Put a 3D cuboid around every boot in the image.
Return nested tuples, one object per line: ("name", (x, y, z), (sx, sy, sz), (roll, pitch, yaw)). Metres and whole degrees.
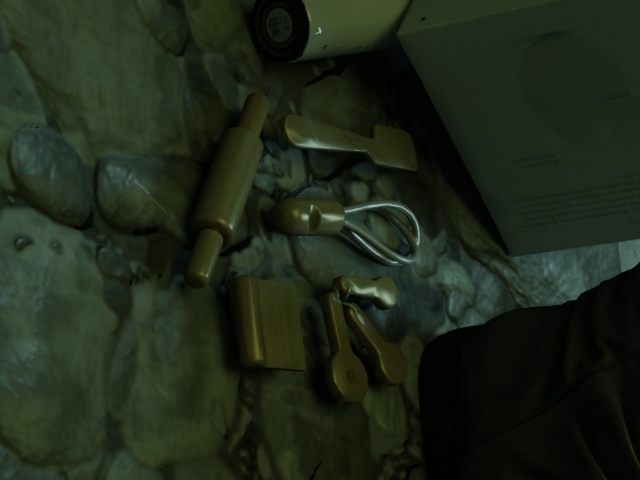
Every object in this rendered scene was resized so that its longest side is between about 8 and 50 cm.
("boot", (0.178, 0.177, 1.109), (0.118, 0.223, 0.338), (16, 60, -44))

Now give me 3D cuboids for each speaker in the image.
("speaker", (0.013, -0.159, 1.233), (0.136, 0.055, 0.055), (-15, 82, -50))

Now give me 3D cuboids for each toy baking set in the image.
("toy baking set", (-0.005, -0.003, 1.158), (0.197, 0.030, 0.256), (39, 46, -32))

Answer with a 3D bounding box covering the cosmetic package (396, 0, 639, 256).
("cosmetic package", (0.214, -0.123, 1.265), (0.224, 0.224, 0.138), (61, 36, -31))
